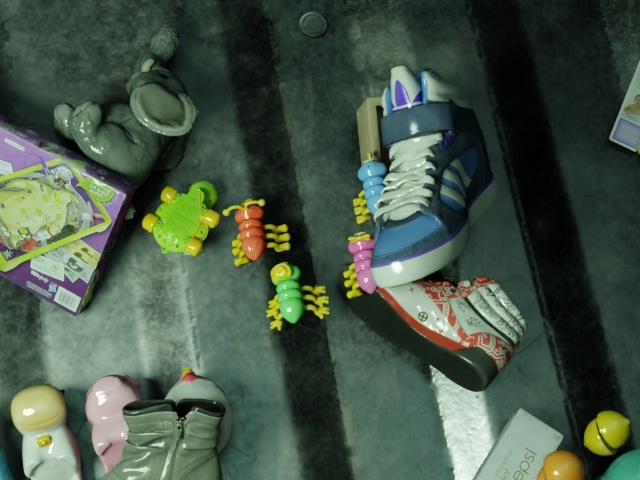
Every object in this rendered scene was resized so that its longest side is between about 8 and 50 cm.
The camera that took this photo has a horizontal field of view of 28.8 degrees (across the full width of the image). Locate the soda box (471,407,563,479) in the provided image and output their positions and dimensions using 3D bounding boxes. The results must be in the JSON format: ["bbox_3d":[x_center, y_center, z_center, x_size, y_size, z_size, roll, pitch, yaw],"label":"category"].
[{"bbox_3d":[0.243,0.341,1.705,0.074,0.069,0.216,33,71,7],"label":"soda box"}]

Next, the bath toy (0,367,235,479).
[{"bbox_3d":[-0.292,0.242,1.671,0.348,0.151,0.129,-10,34,-7],"label":"bath toy"}]

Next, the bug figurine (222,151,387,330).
[{"bbox_3d":[0.000,0.000,1.740,0.279,0.072,0.216,-19,63,11],"label":"bug figurine"}]

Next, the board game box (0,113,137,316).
[{"bbox_3d":[-0.446,-0.063,1.733,0.346,0.208,0.056,28,27,4],"label":"board game box"}]

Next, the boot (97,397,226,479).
[{"bbox_3d":[-0.242,0.277,1.597,0.246,0.083,0.161,-6,111,-11],"label":"boot"}]

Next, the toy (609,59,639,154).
[{"bbox_3d":[0.553,-0.231,1.930,0.136,0.056,0.237,25,71,3],"label":"toy"}]

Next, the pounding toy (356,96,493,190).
[{"bbox_3d":[0.156,-0.104,1.841,0.181,0.094,0.206,-4,83,-10],"label":"pounding toy"}]

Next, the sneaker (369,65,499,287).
[{"bbox_3d":[0.117,-0.104,1.644,0.323,0.130,0.236,-44,113,-50],"label":"sneaker"}]

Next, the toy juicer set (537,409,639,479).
[{"bbox_3d":[0.437,0.317,1.703,0.328,0.089,0.209,-19,98,-9],"label":"toy juicer set"}]

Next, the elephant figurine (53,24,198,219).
[{"bbox_3d":[-0.249,-0.178,1.797,0.239,0.169,0.186,-31,118,-23],"label":"elephant figurine"}]

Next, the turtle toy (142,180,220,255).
[{"bbox_3d":[-0.192,-0.033,1.797,0.095,0.066,0.130,30,71,6],"label":"turtle toy"}]

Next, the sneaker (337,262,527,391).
[{"bbox_3d":[0.164,0.091,1.780,0.270,0.090,0.145,35,55,18],"label":"sneaker"}]
